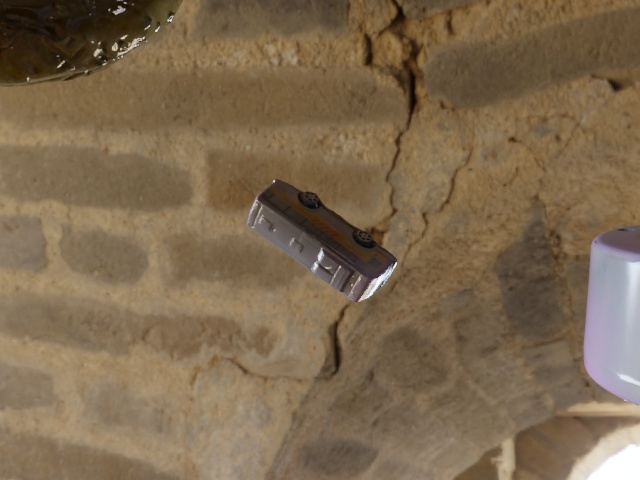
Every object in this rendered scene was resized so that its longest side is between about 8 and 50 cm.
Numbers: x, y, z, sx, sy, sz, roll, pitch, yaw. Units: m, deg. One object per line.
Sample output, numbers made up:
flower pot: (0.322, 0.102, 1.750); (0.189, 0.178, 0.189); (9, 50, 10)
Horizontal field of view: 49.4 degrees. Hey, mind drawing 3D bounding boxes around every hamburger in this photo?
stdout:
hamburger: (-0.244, -0.206, 0.529); (0.308, 0.211, 0.132); (-7, -19, -15)

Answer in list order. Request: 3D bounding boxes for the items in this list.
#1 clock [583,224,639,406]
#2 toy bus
clock: (0.337, 0.052, 0.424); (0.338, 0.102, 0.338); (-2, 8, 0)
toy bus: (0.000, 0.000, 0.792); (0.172, 0.072, 0.057); (36, -50, 11)
